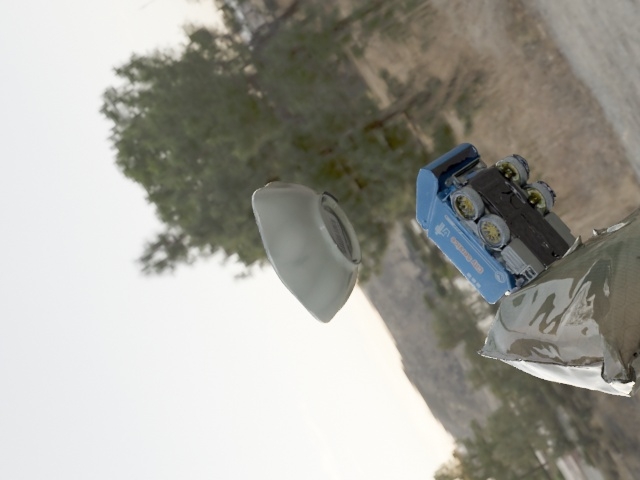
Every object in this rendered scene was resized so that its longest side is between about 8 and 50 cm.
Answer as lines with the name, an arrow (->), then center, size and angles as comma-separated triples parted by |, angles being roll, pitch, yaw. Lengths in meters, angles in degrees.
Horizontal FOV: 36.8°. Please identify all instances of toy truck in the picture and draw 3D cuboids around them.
toy truck -> 0.317, 0.000, 1.594 | 0.367, 0.146, 0.175 | 50, 149, 14

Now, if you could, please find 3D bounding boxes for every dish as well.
dish -> 0.000, 0.000, 1.129 | 0.190, 0.066, 0.190 | 50, -157, -30

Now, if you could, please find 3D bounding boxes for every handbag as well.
handbag -> 0.257, 0.033, 0.779 | 0.182, 0.270, 0.117 | -2, 120, 59
